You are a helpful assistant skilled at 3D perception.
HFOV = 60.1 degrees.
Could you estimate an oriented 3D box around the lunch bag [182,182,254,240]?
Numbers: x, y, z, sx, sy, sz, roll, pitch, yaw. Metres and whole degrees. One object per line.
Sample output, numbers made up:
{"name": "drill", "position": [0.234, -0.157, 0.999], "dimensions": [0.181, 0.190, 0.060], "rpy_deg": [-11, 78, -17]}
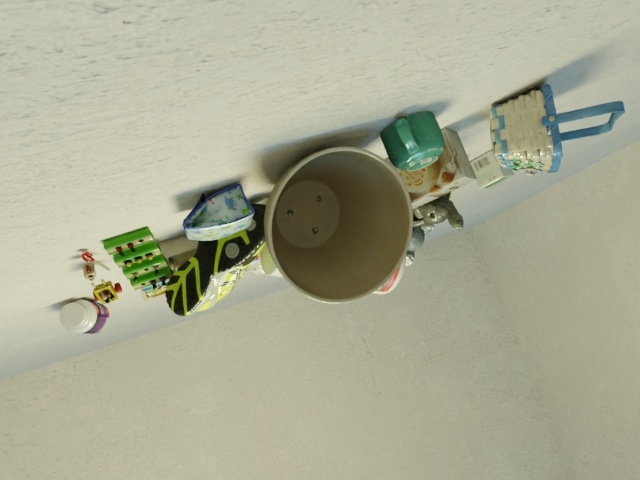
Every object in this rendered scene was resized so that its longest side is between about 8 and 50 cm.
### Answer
{"name": "lunch bag", "position": [-0.234, -0.052, 1.239], "dimensions": [0.151, 0.096, 0.129], "rpy_deg": [-28, 173, -15]}

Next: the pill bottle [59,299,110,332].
{"name": "pill bottle", "position": [-0.767, 0.248, 1.797], "dimensions": [0.108, 0.108, 0.193], "rpy_deg": [-19, 171, -5]}

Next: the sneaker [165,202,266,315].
{"name": "sneaker", "position": [-0.249, 0.043, 1.457], "dimensions": [0.384, 0.145, 0.147], "rpy_deg": [-42, 163, 19]}

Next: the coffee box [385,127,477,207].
{"name": "coffee box", "position": [0.262, -0.173, 1.458], "dimensions": [0.246, 0.141, 0.098], "rpy_deg": [-26, 169, 30]}

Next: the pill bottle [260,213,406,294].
{"name": "pill bottle", "position": [0.034, 0.031, 1.521], "dimensions": [0.363, 0.210, 0.210], "rpy_deg": [9, 158, -26]}

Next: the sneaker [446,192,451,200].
{"name": "sneaker", "position": [0.411, -0.163, 1.832], "dimensions": [0.234, 0.097, 0.084], "rpy_deg": [-45, -179, 37]}

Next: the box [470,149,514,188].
{"name": "box", "position": [0.573, -0.239, 1.860], "dimensions": [0.087, 0.102, 0.101], "rpy_deg": [-13, 168, -46]}

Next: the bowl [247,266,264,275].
{"name": "bowl", "position": [-0.213, 0.078, 1.988], "dimensions": [0.170, 0.080, 0.170], "rpy_deg": [-16, -177, 1]}

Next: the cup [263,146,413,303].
{"name": "cup", "position": [0.007, -0.046, 1.260], "dimensions": [0.331, 0.331, 0.237], "rpy_deg": [-17, -165, -19]}

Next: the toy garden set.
{"name": "toy garden set", "position": [-0.486, 0.078, 1.368], "dimensions": [0.204, 0.049, 0.244], "rpy_deg": [-19, 153, -9]}

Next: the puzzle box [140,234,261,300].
{"name": "puzzle box", "position": [-0.329, 0.048, 1.597], "dimensions": [0.409, 0.052, 0.272], "rpy_deg": [-17, 158, -16]}

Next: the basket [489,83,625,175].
{"name": "basket", "position": [0.568, -0.270, 1.356], "dimensions": [0.289, 0.201, 0.255], "rpy_deg": [-13, 173, 20]}

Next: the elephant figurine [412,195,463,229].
{"name": "elephant figurine", "position": [0.304, -0.113, 1.584], "dimensions": [0.169, 0.239, 0.186], "rpy_deg": [-24, 170, 22]}

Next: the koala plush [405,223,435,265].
{"name": "koala plush", "position": [0.242, -0.041, 1.789], "dimensions": [0.196, 0.221, 0.203], "rpy_deg": [-62, 174, 1]}

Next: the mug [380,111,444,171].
{"name": "mug", "position": [0.201, -0.212, 1.231], "dimensions": [0.157, 0.097, 0.129], "rpy_deg": [-13, 169, -38]}
